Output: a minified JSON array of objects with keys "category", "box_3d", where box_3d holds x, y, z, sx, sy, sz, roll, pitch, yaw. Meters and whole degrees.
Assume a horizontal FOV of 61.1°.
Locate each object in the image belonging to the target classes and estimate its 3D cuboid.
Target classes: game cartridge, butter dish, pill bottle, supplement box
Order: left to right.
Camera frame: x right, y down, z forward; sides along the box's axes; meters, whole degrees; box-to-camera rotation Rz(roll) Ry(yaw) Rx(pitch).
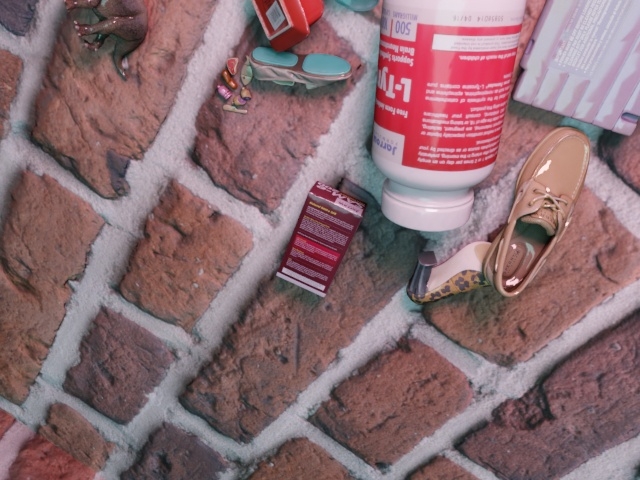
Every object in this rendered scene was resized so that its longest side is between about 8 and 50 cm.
[{"category":"butter dish","box_3d":[-0.049,-0.448,0.994,0.160,0.118,0.160,9,126,61]},{"category":"supplement box","box_3d":[0.000,0.000,1.236,0.130,0.073,0.239,25,122,1]},{"category":"pill bottle","box_3d":[0.209,-0.234,0.959,0.229,0.229,0.407,8,119,12]},{"category":"game cartridge","box_3d":[0.492,-0.375,0.902,0.230,0.068,0.355,22,121,9]}]

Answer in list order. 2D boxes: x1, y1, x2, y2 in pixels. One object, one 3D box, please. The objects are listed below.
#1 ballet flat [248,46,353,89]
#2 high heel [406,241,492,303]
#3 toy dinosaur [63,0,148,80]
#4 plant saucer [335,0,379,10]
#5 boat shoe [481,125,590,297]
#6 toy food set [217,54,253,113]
[{"category":"ballet flat","box_3d":[-0.038,-0.337,1.082,0.213,0.072,0.068,13,147,10]},{"category":"high heel","box_3d":[0.326,0.088,1.206,0.261,0.093,0.186,1,145,-1]},{"category":"toy dinosaur","box_3d":[-0.412,-0.459,1.081,0.160,0.121,0.313,-18,130,-11]},{"category":"plant saucer","box_3d":[0.056,-0.463,0.971,0.119,0.021,0.119,24,165,7]},{"category":"boat shoe","box_3d":[0.421,-0.049,1.025,0.122,0.110,0.341,20,102,2]},{"category":"toy food set","box_3d":[-0.181,-0.330,1.144,0.078,0.019,0.122,13,120,10]}]
